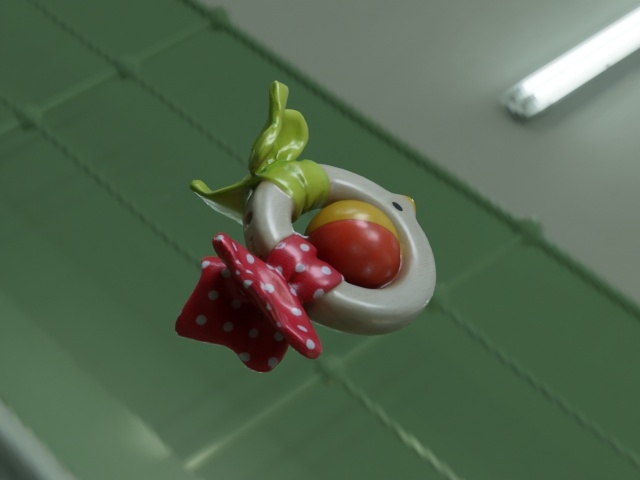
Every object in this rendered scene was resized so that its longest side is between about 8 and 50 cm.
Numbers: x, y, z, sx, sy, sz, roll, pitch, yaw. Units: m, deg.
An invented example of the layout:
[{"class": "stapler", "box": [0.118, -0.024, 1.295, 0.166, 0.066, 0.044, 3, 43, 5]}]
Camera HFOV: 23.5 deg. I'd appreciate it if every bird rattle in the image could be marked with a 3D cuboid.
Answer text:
[{"class": "bird rattle", "box": [0.000, 0.000, 1.200, 0.253, 0.206, 0.143, -102, -147, -52]}]
